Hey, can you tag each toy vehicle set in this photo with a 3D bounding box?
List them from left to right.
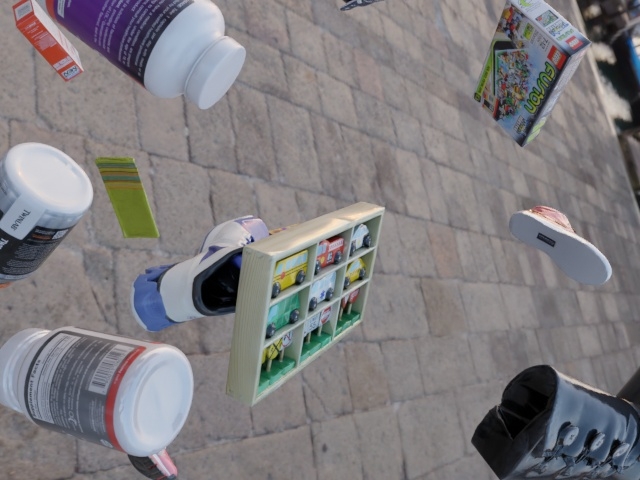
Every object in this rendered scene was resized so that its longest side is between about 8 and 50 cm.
[{"bbox_3d":[-0.008,0.059,0.736,0.267,0.035,0.166,-25,128,-58],"label":"toy vehicle set"}]

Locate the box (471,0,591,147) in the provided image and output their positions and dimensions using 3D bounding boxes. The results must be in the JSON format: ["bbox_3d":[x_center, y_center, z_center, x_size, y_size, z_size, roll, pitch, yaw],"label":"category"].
[{"bbox_3d":[0.278,-0.228,0.869,0.114,0.036,0.207,51,-15,19],"label":"box"}]

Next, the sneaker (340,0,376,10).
[{"bbox_3d":[0.089,-0.466,1.134,0.282,0.153,0.099,-64,144,-66],"label":"sneaker"}]

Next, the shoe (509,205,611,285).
[{"bbox_3d":[0.396,0.001,1.027,0.081,0.064,0.178,-19,46,-42],"label":"shoe"}]

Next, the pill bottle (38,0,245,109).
[{"bbox_3d":[-0.289,-0.362,1.054,0.323,0.181,0.181,38,38,2],"label":"pill bottle"}]

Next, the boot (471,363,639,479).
[{"bbox_3d":[0.524,0.290,1.181,0.445,0.146,0.367,21,94,-29],"label":"boot"}]

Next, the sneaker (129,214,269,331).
[{"bbox_3d":[-0.144,0.056,1.066,0.315,0.182,0.128,-39,119,-55],"label":"sneaker"}]

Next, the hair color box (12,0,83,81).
[{"bbox_3d":[-0.609,-0.449,1.429,0.093,0.053,0.167,60,3,38],"label":"hair color box"}]

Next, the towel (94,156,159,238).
[{"bbox_3d":[-0.478,-0.101,1.584,0.021,0.102,0.237,-73,160,-50],"label":"towel"}]

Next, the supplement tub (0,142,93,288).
[{"bbox_3d":[-0.642,-0.041,1.351,0.193,0.316,0.194,35,31,-25],"label":"supplement tub"}]

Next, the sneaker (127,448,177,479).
[{"bbox_3d":[-0.474,0.516,1.732,0.314,0.116,0.136,53,45,-8],"label":"sneaker"}]

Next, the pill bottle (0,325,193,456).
[{"bbox_3d":[-0.453,0.283,1.260,0.210,0.362,0.210,-22,115,-61],"label":"pill bottle"}]

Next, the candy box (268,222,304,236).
[{"bbox_3d":[-0.067,-0.003,1.892,0.186,0.109,0.053,-15,121,-56],"label":"candy box"}]
